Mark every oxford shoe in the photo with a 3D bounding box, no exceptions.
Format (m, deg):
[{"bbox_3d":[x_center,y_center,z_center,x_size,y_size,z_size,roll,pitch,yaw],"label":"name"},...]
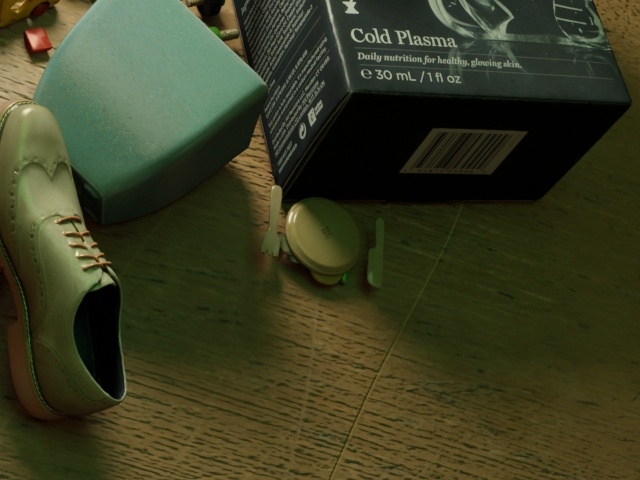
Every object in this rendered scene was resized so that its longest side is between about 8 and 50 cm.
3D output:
[{"bbox_3d":[-0.306,0.018,1.626,0.140,0.146,0.397,-16,97,-55],"label":"oxford shoe"}]

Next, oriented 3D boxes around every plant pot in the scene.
[{"bbox_3d":[-0.256,-0.166,1.793,0.248,0.247,0.252,44,71,4],"label":"plant pot"}]

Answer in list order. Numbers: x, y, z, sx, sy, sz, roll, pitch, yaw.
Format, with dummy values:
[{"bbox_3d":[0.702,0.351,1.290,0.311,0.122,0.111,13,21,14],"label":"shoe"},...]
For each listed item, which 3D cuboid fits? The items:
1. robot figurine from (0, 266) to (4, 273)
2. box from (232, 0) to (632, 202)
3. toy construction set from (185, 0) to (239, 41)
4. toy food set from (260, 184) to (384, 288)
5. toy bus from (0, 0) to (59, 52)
[{"bbox_3d":[-0.442,-0.037,1.681,0.158,0.128,0.219,24,67,-32],"label":"robot figurine"},{"bbox_3d":[0.146,-0.330,2.046,0.480,0.297,0.472,-1,60,-26],"label":"box"},{"bbox_3d":[-0.246,-0.452,1.940,0.237,0.309,0.257,-17,62,-27],"label":"toy construction set"},{"bbox_3d":[0.000,0.000,1.930,0.192,0.038,0.132,18,59,-21],"label":"toy food set"},{"bbox_3d":[-0.459,-0.366,1.893,0.191,0.104,0.202,13,57,-18],"label":"toy bus"}]
